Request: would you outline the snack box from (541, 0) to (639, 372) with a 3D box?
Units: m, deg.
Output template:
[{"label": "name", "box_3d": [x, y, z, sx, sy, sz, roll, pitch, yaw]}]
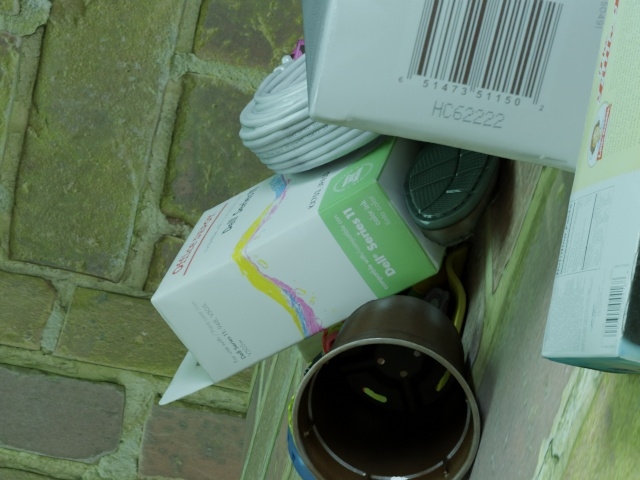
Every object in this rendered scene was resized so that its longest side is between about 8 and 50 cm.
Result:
[{"label": "snack box", "box_3d": [0.210, -0.080, 1.135, 0.187, 0.060, 0.321, 154, 128, -83]}]

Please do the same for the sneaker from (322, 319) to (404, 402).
[{"label": "sneaker", "box_3d": [0.037, 0.093, 2.030, 0.081, 0.094, 0.208, -38, 59, 29]}]

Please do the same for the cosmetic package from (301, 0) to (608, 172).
[{"label": "cosmetic package", "box_3d": [0.109, -0.210, 1.577, 0.453, 0.230, 0.161, -91, 13, -71]}]

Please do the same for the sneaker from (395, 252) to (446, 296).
[{"label": "sneaker", "box_3d": [0.102, -0.017, 2.069, 0.145, 0.090, 0.270, 30, -139, -62]}]

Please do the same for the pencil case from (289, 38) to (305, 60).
[{"label": "pencil case", "box_3d": [0.062, -0.187, 2.123, 0.098, 0.209, 0.095, -106, 21, -56]}]

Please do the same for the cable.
[{"label": "cable", "box_3d": [0.032, -0.160, 1.917, 0.257, 0.089, 0.257, -23, 18, 41]}]

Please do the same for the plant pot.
[{"label": "plant pot", "box_3d": [0.068, 0.136, 1.720, 0.165, 0.167, 0.167, -68, -8, -69]}]

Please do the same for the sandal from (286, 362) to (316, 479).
[{"label": "sandal", "box_3d": [0.024, 0.213, 2.222, 0.317, 0.126, 0.138, -73, -10, -67]}]

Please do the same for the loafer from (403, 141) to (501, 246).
[{"label": "loafer", "box_3d": [0.140, -0.068, 1.821, 0.267, 0.096, 0.084, -82, -31, -56]}]

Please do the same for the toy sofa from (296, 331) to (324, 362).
[{"label": "toy sofa", "box_3d": [0.000, 0.000, 2.282, 0.177, 0.150, 0.362, 62, -176, -12]}]

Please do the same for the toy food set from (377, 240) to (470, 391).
[{"label": "toy food set", "box_3d": [0.095, 0.101, 1.890, 0.128, 0.071, 0.217, -111, 32, -80]}]

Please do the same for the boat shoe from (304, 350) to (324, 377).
[{"label": "boat shoe", "box_3d": [0.026, 0.206, 2.048, 0.076, 0.080, 0.228, -40, 43, 21]}]

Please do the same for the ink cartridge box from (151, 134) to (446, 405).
[{"label": "ink cartridge box", "box_3d": [-0.037, 0.015, 1.925, 0.353, 0.119, 0.207, -28, 17, 25]}]
